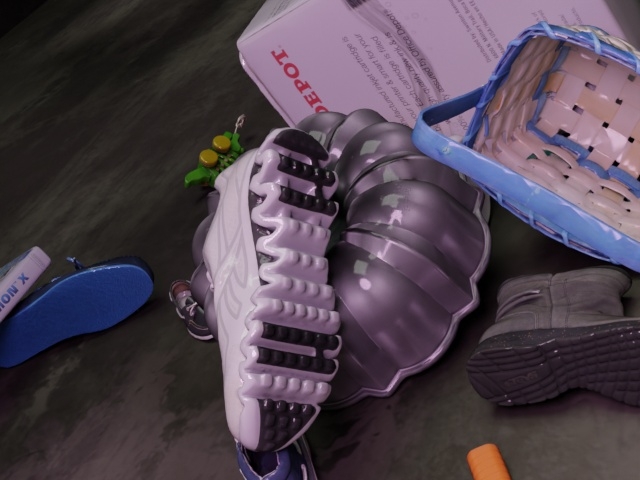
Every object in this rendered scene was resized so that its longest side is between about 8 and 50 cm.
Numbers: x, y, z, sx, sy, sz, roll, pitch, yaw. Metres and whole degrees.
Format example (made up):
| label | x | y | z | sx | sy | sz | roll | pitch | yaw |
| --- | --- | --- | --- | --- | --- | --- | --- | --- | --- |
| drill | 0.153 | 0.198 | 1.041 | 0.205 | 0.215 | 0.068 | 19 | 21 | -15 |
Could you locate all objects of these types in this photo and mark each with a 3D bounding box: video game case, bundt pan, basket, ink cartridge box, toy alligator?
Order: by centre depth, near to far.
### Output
| label | x | y | z | sx | sy | sz | roll | pitch | yaw |
| --- | --- | --- | --- | --- | --- | --- | --- | --- | --- |
| basket | 0.253 | -0.083 | 0.972 | 0.255 | 0.201 | 0.289 | 34 | 32 | 20 |
| bundt pan | 0.000 | 0.000 | 1.060 | 0.331 | 0.124 | 0.330 | -16 | 55 | 24 |
| ink cartridge box | 0.146 | -0.237 | 1.208 | 0.395 | 0.285 | 0.166 | -24 | 26 | 31 |
| video game case | -0.531 | 0.160 | 1.366 | 0.329 | 0.036 | 0.300 | -25 | 24 | 40 |
| toy alligator | -0.145 | -0.133 | 1.599 | 0.051 | 0.056 | 0.189 | 30 | 48 | 7 |

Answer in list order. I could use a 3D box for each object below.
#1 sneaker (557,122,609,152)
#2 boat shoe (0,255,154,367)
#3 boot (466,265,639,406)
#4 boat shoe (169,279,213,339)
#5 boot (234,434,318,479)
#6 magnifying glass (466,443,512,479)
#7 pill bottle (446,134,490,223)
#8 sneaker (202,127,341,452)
| label | x | y | z | sx | sy | sz | roll | pitch | yaw |
| --- | --- | --- | --- | --- | --- | --- | --- | --- | --- |
| sneaker | 0.333 | -0.175 | 1.249 | 0.078 | 0.067 | 0.188 | 5 | 45 | 35 |
| boat shoe | -0.341 | 0.075 | 1.368 | 0.258 | 0.109 | 0.089 | -20 | 26 | 9 |
| boot | 0.257 | 0.068 | 0.915 | 0.247 | 0.083 | 0.161 | -5 | 28 | 30 |
| boat shoe | -0.154 | 0.083 | 1.266 | 0.046 | 0.038 | 0.125 | -33 | 29 | -10 |
| boot | -0.049 | 0.190 | 0.957 | 0.069 | 0.086 | 0.190 | -31 | 29 | -7 |
| magnifying glass | 0.153 | 0.238 | 0.778 | 0.092 | 0.026 | 0.231 | -24 | 28 | 6 |
| pill bottle | 0.081 | -0.045 | 1.197 | 0.208 | 0.117 | 0.117 | -12 | 32 | 26 |
| sneaker | -0.052 | 0.047 | 0.929 | 0.118 | 0.110 | 0.292 | -16 | 62 | 40 |
